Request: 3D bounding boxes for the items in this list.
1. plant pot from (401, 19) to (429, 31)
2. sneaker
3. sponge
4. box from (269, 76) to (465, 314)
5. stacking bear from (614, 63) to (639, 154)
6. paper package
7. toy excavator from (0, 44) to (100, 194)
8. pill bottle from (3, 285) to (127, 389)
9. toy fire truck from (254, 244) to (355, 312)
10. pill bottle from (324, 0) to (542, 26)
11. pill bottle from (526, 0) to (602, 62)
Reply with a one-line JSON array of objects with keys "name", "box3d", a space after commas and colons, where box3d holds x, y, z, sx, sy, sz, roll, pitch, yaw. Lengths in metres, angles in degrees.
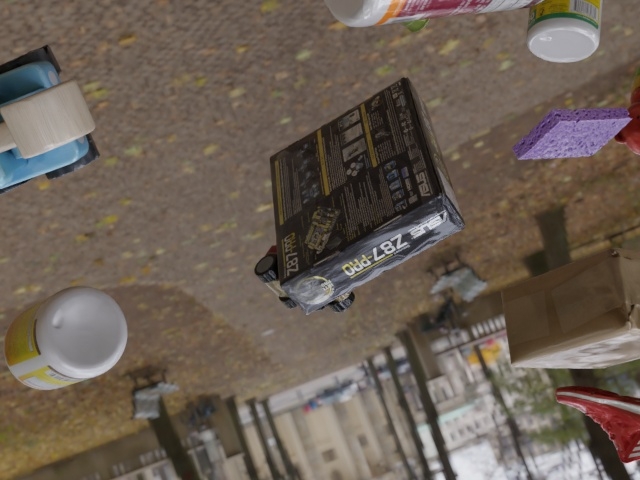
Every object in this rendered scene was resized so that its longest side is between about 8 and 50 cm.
[{"name": "plant pot", "box3d": [0.130, -0.388, 1.551, 0.079, 0.083, 0.083, 9, 156, -29]}, {"name": "sneaker", "box3d": [0.548, 0.356, 1.829, 0.221, 0.128, 0.087, 8, -178, 36]}, {"name": "sponge", "box3d": [0.460, -0.194, 1.746, 0.210, 0.031, 0.117, -7, 151, -37]}, {"name": "box", "box3d": [0.066, -0.092, 1.699, 0.318, 0.395, 0.097, -29, 125, 15]}, {"name": "stacking bear", "box3d": [0.692, -0.293, 1.913, 0.289, 0.175, 0.164, -55, 161, -20]}, {"name": "paper package", "box3d": [0.579, 0.147, 1.927, 0.309, 0.168, 0.325, 7, 158, -33]}, {"name": "toy excavator", "box3d": [-0.510, -0.173, 1.561, 0.433, 0.222, 0.445, -17, -163, 15]}, {"name": "pill bottle", "box3d": [-0.346, 0.134, 1.268, 0.117, 0.117, 0.215, -14, 175, -36]}, {"name": "toy fire truck", "box3d": [0.000, 0.000, 1.956, 0.217, 0.158, 0.246, 0, -130, 47]}, {"name": "pill bottle", "box3d": [0.203, -0.420, 1.299, 0.392, 0.224, 0.224, -12, 168, -21]}, {"name": "pill bottle", "box3d": [0.406, -0.411, 1.580, 0.118, 0.208, 0.117, 8, 162, 3]}]
